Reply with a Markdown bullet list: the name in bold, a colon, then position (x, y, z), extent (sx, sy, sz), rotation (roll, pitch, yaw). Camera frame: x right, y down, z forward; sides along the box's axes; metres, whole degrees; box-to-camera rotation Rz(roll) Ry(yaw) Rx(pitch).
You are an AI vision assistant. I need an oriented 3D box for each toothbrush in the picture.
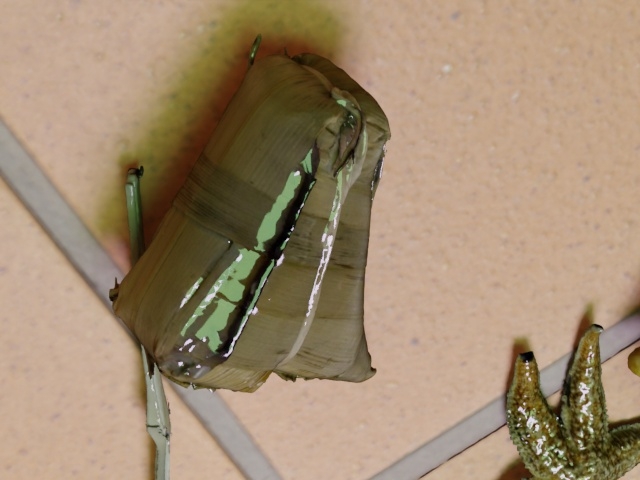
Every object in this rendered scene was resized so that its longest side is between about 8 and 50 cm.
- **toothbrush**: position (-0.103, 0.084, 1.078), extent (0.028, 0.026, 0.294), rotation (2, 122, -2)

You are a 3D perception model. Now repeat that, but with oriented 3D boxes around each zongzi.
- **zongzi**: position (0.000, 0.000, 1.025), extent (0.197, 0.099, 0.194), rotation (13, 112, -44)

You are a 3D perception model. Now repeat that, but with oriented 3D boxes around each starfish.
- **starfish**: position (0.178, 0.148, 1.210), extent (0.216, 0.050, 0.223), rotation (-24, 131, -13)

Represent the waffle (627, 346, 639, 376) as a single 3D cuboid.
- **waffle**: position (0.329, 0.052, 1.184), extent (0.254, 0.052, 0.245), rotation (28, 104, -31)
